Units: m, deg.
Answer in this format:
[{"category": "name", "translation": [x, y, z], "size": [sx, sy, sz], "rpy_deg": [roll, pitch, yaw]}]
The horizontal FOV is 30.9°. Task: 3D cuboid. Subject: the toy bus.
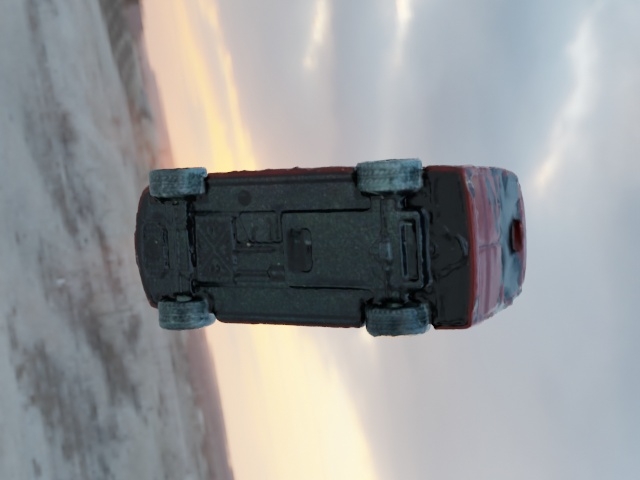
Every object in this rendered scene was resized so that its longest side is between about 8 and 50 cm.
[{"category": "toy bus", "translation": [0.000, 0.000, 0.578], "size": [0.089, 0.195, 0.081], "rpy_deg": [-11, 99, -58]}]
